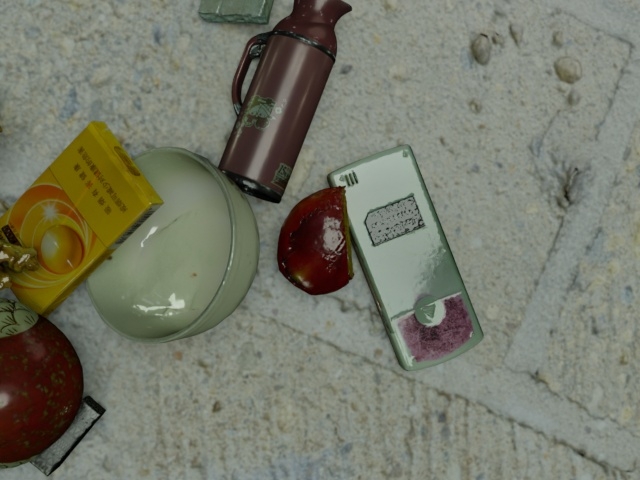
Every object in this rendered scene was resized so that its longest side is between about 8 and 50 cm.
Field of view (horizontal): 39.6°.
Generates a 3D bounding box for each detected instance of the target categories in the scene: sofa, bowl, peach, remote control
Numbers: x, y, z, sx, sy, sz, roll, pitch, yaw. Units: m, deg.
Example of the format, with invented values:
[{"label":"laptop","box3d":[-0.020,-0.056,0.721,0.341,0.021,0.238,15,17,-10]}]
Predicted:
[{"label":"sofa","box3d":[-0.371,0.286,1.310,0.039,0.060,0.118,40,84,1]},{"label":"bowl","box3d":[-0.195,0.014,1.278,0.277,0.145,0.277,-7,77,30]},{"label":"peach","box3d":[0.000,0.002,1.336,0.127,0.092,0.172,23,109,8]},{"label":"remote control","box3d":[0.134,0.029,1.398,0.145,0.050,0.344,-21,91,-8]}]

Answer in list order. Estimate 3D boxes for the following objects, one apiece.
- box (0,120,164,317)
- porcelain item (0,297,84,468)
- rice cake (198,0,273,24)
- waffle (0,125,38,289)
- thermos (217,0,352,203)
[{"label":"box","box3d":[-0.359,-0.025,1.259,0.269,0.043,0.152,-42,78,19]},{"label":"porcelain item","box3d":[-0.456,0.205,1.197,0.253,0.253,0.253,0,88,-8]},{"label":"rice cake","box3d":[-0.107,-0.436,1.364,0.124,0.038,0.211,8,83,20]},{"label":"waffle","box3d":[-0.533,-0.053,1.195,0.260,0.069,0.292,-11,94,-16]},{"label":"thermos","box3d":[-0.060,-0.231,1.360,0.109,0.136,0.330,24,84,-35]}]
